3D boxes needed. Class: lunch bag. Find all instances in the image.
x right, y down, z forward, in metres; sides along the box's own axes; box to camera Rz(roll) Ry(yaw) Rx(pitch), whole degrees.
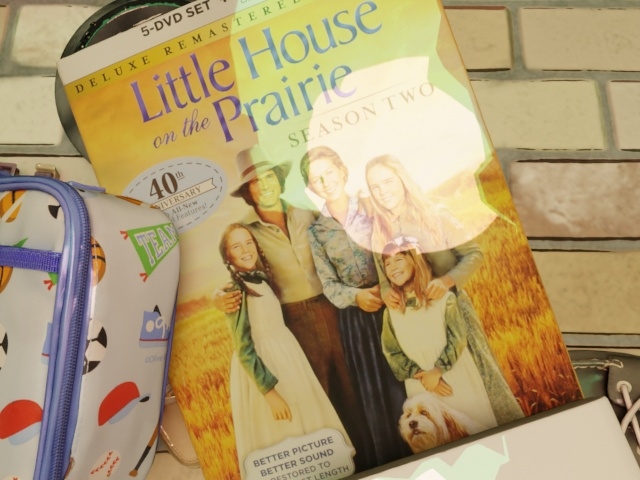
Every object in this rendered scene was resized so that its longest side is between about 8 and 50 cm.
[{"bbox_3d":[-0.249,0.060,0.404,0.304,0.115,0.243,4,88,31],"label":"lunch bag"}]

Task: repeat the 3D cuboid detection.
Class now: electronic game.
[{"bbox_3d":[-0.170,-0.167,0.569,0.230,0.048,0.229,1,81,-4],"label":"electronic game"}]

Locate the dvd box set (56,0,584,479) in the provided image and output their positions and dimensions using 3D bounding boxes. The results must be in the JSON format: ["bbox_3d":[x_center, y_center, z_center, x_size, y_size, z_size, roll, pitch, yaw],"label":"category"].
[{"bbox_3d":[0.000,0.000,0.427,0.308,0.062,0.420,-19,90,6],"label":"dvd box set"}]

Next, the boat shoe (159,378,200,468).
[{"bbox_3d":[-0.143,0.127,0.478,0.063,0.059,0.170,-26,75,-7],"label":"boat shoe"}]

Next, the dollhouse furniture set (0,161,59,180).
[{"bbox_3d":[-0.330,-0.035,0.515,0.091,0.081,0.114,6,74,2],"label":"dollhouse furniture set"}]

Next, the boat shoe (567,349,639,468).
[{"bbox_3d":[0.328,0.162,0.444,0.335,0.095,0.112,13,74,4],"label":"boat shoe"}]

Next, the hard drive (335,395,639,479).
[{"bbox_3d":[0.130,0.269,0.288,0.203,0.040,0.307,-16,72,-6],"label":"hard drive"}]
